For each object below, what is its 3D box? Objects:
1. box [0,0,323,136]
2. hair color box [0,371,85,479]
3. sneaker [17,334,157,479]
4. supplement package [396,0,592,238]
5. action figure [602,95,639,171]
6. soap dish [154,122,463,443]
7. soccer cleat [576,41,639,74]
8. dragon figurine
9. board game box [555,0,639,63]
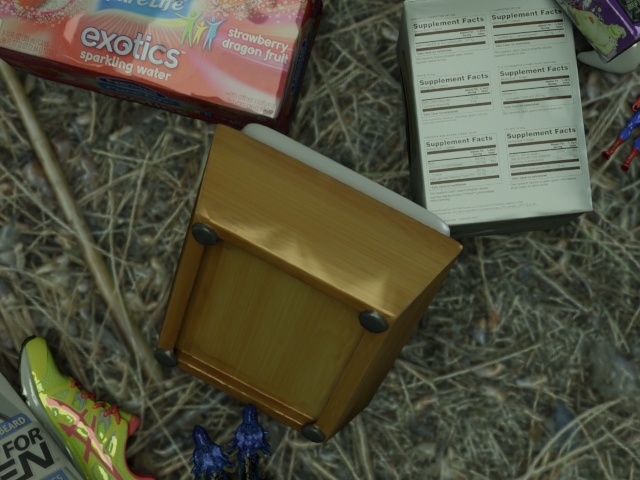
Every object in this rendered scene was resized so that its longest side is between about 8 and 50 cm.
[{"bbox_3d":[-0.159,-0.214,1.172,0.300,0.142,0.154,16,86,3],"label":"box"},{"bbox_3d":[-0.368,0.198,1.104,0.339,0.185,0.110,47,132,14],"label":"hair color box"},{"bbox_3d":[-0.229,0.182,1.188,0.094,0.081,0.208,-27,92,-6],"label":"sneaker"},{"bbox_3d":[0.155,-0.111,1.125,0.149,0.194,0.203,-6,85,2],"label":"supplement package"},{"bbox_3d":[0.329,-0.125,1.202,0.038,0.030,0.115,35,86,17],"label":"action figure"},{"bbox_3d":[-0.029,0.051,1.080,0.229,0.291,0.118,28,53,3],"label":"soap dish"},{"bbox_3d":[0.304,-0.265,1.195,0.076,0.068,0.196,9,90,6],"label":"soccer cleat"},{"bbox_3d":[-0.072,0.299,1.134,0.085,0.144,0.289,-6,86,3],"label":"dragon figurine"},{"bbox_3d":[0.301,-0.312,1.107,0.347,0.056,0.208,-34,89,-38],"label":"board game box"}]
